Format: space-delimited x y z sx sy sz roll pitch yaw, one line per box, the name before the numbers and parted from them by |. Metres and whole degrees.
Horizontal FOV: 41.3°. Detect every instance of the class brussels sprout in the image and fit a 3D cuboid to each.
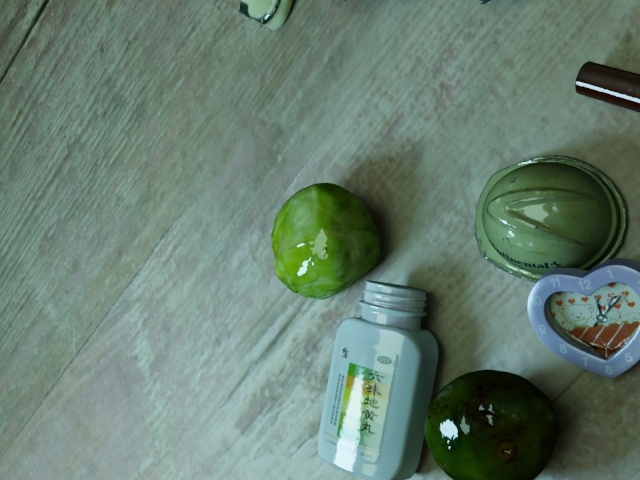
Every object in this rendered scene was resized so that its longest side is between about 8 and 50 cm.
brussels sprout | 0.000 0.000 1.538 0.223 0.161 0.223 0 91 35

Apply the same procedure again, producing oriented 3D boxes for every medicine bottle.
medicine bottle | 0.103 0.234 1.453 0.179 0.124 0.324 11 90 40

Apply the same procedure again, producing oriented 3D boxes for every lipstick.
lipstick | 0.533 -0.187 1.207 0.357 0.057 0.057 27 101 38

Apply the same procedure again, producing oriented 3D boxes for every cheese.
cheese | -0.082 -0.566 1.753 0.127 0.054 0.251 35 105 37

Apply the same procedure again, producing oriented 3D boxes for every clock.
clock | 0.414 0.114 1.249 0.198 0.064 0.172 -14 99 38

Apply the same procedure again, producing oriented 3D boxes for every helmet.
helmet | 0.321 -0.039 1.304 0.258 0.137 0.204 4 86 39

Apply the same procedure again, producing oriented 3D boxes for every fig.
fig | 0.241 0.282 1.305 0.245 0.196 0.195 -173 92 -68

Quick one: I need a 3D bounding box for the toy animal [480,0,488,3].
toy animal | 0.313 -0.523 1.415 0.137 0.082 0.269 16 90 36
